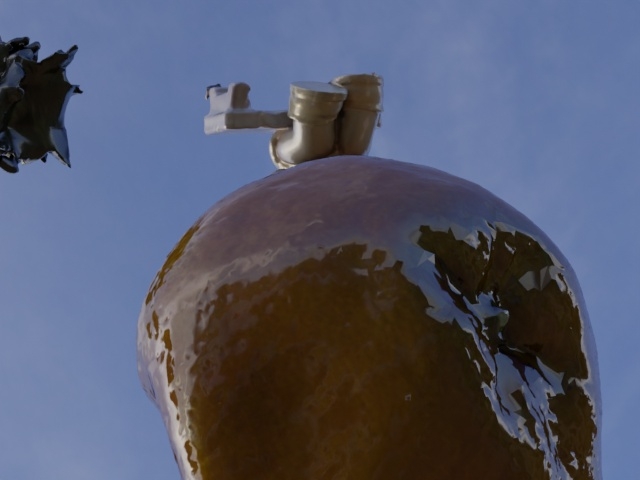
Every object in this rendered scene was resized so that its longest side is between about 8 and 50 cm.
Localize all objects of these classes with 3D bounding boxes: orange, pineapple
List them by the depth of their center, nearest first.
[{"bbox_3d":[0.029,0.075,0.909,0.249,0.249,0.183,16,-37,-24],"label":"orange"},{"bbox_3d":[-0.304,-0.123,1.396,0.202,0.362,0.202,-9,-75,-37],"label":"pineapple"}]

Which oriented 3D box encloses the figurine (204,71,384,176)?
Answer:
[{"bbox_3d":[-0.009,0.000,1.474,0.182,0.144,0.256,-6,-84,-40],"label":"figurine"}]
